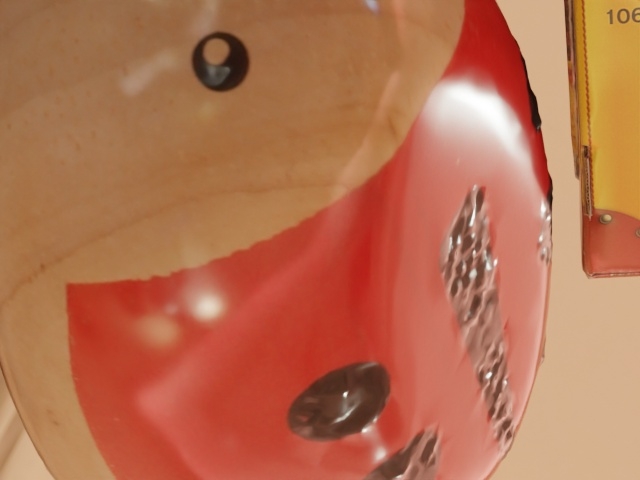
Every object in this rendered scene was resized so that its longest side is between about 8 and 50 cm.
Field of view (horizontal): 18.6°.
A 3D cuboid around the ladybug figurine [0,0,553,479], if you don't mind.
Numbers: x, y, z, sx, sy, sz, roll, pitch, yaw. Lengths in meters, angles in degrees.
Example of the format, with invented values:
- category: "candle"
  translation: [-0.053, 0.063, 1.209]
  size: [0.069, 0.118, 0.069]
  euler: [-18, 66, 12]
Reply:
- category: "ladybug figurine"
  translation: [0.000, 0.000, 0.872]
  size: [0.162, 0.449, 0.305]
  euler: [18, -116, 25]

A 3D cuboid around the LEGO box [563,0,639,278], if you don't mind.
- category: "LEGO box"
  translation: [0.391, -0.184, 1.159]
  size: [0.500, 0.372, 0.193]
  euler: [-2, -142, 8]
